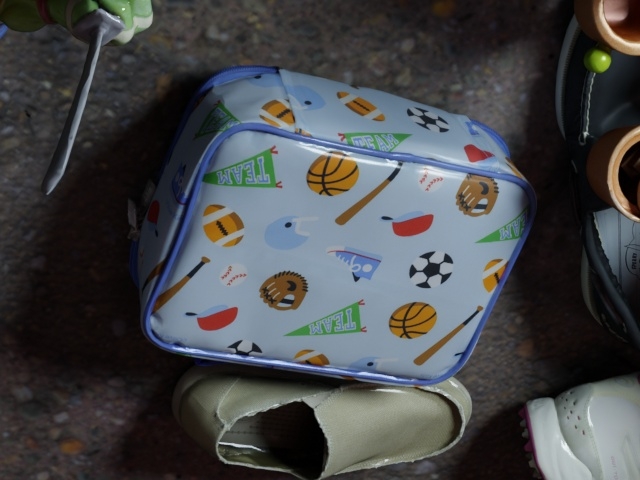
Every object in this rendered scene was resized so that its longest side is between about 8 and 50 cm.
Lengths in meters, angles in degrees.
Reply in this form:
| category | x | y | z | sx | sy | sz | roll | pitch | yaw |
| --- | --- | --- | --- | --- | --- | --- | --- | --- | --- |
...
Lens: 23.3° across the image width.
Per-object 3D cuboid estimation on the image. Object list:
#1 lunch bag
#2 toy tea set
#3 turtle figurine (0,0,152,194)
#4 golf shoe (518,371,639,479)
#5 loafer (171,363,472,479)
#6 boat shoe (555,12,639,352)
| category | x | y | z | sx | sy | sz | roll | pitch | yaw |
| --- | --- | --- | --- | --- | --- | --- | --- | --- | --- |
| lunch bag | 0.000 | 0.000 | 1.224 | 0.303 | 0.115 | 0.243 | 11 | 121 | -21 |
| toy tea set | 0.278 | -0.171 | 1.115 | 0.200 | 0.124 | 0.336 | -8 | 101 | -14 |
| turtle figurine | -0.181 | -0.175 | 0.799 | 0.197 | 0.274 | 0.266 | 17 | 104 | 8 |
| golf shoe | 0.309 | 0.236 | 1.445 | 0.140 | 0.115 | 0.306 | -31 | 126 | 16 |
| loafer | 0.008 | 0.162 | 1.341 | 0.268 | 0.092 | 0.102 | 1 | 122 | -15 |
| boat shoe | 0.264 | -0.041 | 1.260 | 0.127 | 0.113 | 0.340 | -8 | 124 | -7 |
